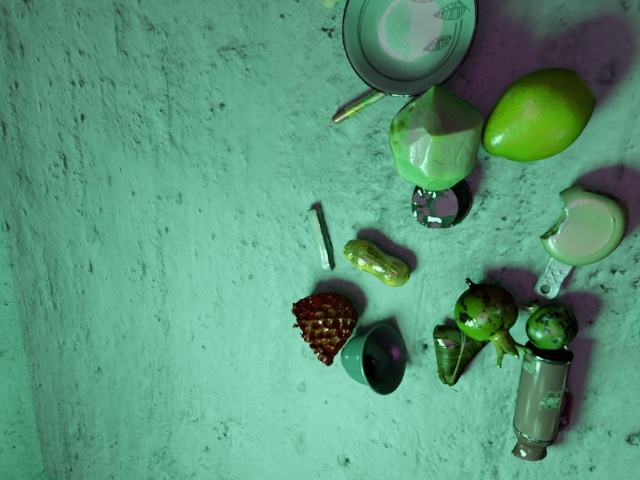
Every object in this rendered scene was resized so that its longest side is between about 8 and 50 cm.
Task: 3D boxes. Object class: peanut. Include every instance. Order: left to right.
[{"bbox_3d":[0.160,0.061,1.230,0.206,0.087,0.087,30,116,13],"label":"peanut"}]

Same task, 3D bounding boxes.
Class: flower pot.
[{"bbox_3d":[0.301,-0.097,1.102,0.157,0.107,0.158,6,106,23],"label":"flower pot"}]

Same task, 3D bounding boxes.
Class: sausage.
[{"bbox_3d":[0.117,-0.369,1.155,0.223,0.029,0.029,-24,94,30],"label":"sausage"}]

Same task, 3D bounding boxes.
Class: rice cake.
[{"bbox_3d":[0.000,0.000,1.318,0.047,0.036,0.207,-7,102,40],"label":"rice cake"}]

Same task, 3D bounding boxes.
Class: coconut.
[{"bbox_3d":[0.259,-0.238,0.983,0.204,0.236,0.236,0,105,13],"label":"coconut"}]

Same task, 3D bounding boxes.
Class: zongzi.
[{"bbox_3d":[0.412,0.324,1.193,0.184,0.084,0.187,-5,109,17],"label":"zongzi"}]

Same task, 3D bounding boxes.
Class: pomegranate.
[{"bbox_3d":[0.430,0.203,1.078,0.156,0.156,0.220,-56,37,27],"label":"pomegranate"},{"bbox_3d":[0.556,0.199,1.068,0.161,0.122,0.122,52,124,36],"label":"pomegranate"}]

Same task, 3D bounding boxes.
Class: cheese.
[{"bbox_3d":[0.585,0.013,1.009,0.163,0.082,0.287,28,116,17],"label":"cheese"}]

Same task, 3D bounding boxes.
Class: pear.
[{"bbox_3d":[0.458,-0.259,0.934,0.219,0.187,0.187,-42,84,13],"label":"pear"}]

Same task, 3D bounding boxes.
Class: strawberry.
[{"bbox_3d":[0.028,0.251,1.313,0.177,0.234,0.234,-31,90,2],"label":"strawberry"}]

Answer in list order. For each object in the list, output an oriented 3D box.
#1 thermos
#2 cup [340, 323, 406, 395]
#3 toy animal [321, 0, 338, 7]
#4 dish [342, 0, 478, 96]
[{"bbox_3d":[0.579,0.428,1.129,0.109,0.136,0.331,21,116,50],"label":"thermos"},{"bbox_3d":[0.137,0.352,1.287,0.150,0.199,0.199,-14,99,47],"label":"cup"},{"bbox_3d":[0.063,-0.708,1.006,0.212,0.195,0.257,-2,102,16],"label":"toy animal"},{"bbox_3d":[0.212,-0.505,1.019,0.316,0.106,0.317,11,117,22],"label":"dish"}]
